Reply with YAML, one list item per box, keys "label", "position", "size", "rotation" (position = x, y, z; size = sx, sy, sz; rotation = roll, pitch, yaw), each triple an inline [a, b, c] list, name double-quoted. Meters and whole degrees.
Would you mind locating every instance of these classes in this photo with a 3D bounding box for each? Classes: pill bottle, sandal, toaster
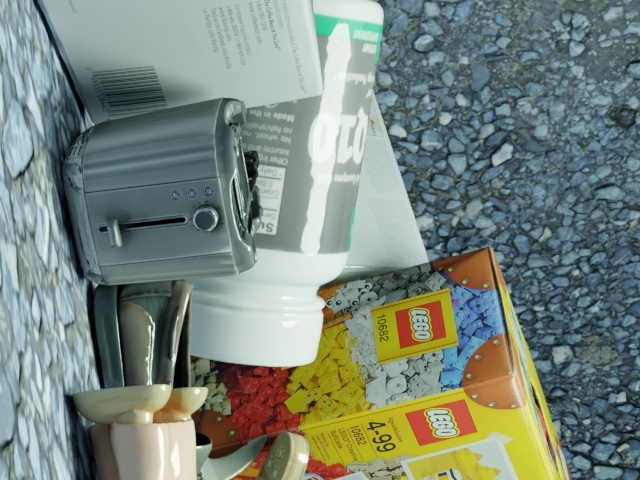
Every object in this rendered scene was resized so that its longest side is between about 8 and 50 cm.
- label: "pill bottle"
  position: [-0.062, -0.070, 1.744]
  size: [0.204, 0.204, 0.361]
  rotation: [-80, 179, -83]
- label: "sandal"
  position: [-0.094, 0.306, 1.873]
  size: [0.240, 0.079, 0.088]
  rotation: [-68, -157, 7]
- label: "toaster"
  position: [-0.129, -0.044, 1.481]
  size: [0.227, 0.146, 0.129]
  rotation: [-90, 172, -71]

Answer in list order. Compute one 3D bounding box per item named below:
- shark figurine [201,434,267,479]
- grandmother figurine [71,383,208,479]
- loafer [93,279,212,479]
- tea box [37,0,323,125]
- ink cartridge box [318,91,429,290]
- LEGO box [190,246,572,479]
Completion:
- label: "shark figurine"
  position: [-0.093, 0.253, 1.738]
  size: [0.278, 0.116, 0.166]
  rotation: [60, 23, -79]
- label: "grandmother figurine"
  position: [-0.116, 0.284, 1.332]
  size: [0.208, 0.104, 0.342]
  rotation: [10, 72, -59]
- label: "loafer"
  position: [-0.129, 0.160, 1.488]
  size: [0.096, 0.084, 0.268]
  rotation: [-90, 171, -76]
- label: "tea box"
  position: [-0.134, -0.325, 1.499]
  size: [0.329, 0.220, 0.324]
  rotation: [78, 5, -61]
- label: "ink cartridge box"
  position: [0.000, 0.000, 2.217]
  size: [0.272, 0.130, 0.309]
  rotation: [117, -32, -45]
- label: "LEGO box"
  position: [0.092, 0.267, 2.118]
  size: [0.500, 0.372, 0.193]
  rotation: [65, 14, -48]
